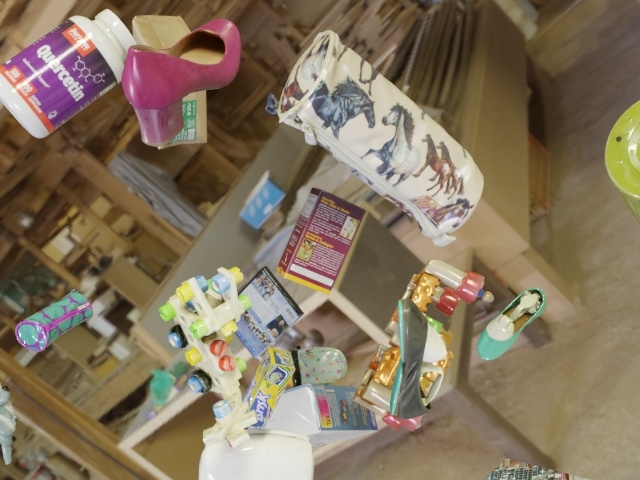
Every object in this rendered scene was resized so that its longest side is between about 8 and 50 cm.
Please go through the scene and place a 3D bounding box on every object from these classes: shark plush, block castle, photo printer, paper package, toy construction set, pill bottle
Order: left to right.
[{"bbox_3d":[-0.572,0.312,1.203,0.067,0.161,0.073,-23,29,-36],"label":"shark plush"},{"bbox_3d":[-0.593,-0.399,1.618,0.323,0.181,0.181,-42,12,-14],"label":"pill bottle"},{"bbox_3d":[-0.482,-0.507,2.204,0.309,0.168,0.325,-123,31,-44],"label":"paper package"},{"bbox_3d":[-0.190,0.210,1.273,0.151,0.328,0.215,-14,6,-40],"label":"toy construction set"},{"bbox_3d":[-0.143,0.567,1.535,0.107,0.256,0.307,-129,42,-73],"label":"photo printer"},{"bbox_3d":[0.285,0.299,1.906,0.453,0.213,0.303,-62,-3,-17],"label":"block castle"}]

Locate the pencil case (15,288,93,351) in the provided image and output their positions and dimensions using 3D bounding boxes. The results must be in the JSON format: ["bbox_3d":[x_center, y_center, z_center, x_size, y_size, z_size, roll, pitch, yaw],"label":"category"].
[{"bbox_3d":[-0.483,0.146,1.263,0.070,0.064,0.152,-23,10,21],"label":"pencil case"}]

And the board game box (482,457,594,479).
[{"bbox_3d":[0.284,0.390,0.964,0.165,0.042,0.243,3,12,40],"label":"board game box"}]

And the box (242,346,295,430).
[{"bbox_3d":[-0.112,0.305,1.411,0.169,0.054,0.059,-64,22,21],"label":"box"}]

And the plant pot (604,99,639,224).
[{"bbox_3d":[0.799,-0.152,1.480,0.366,0.353,0.366,-20,61,42],"label":"plant pot"}]

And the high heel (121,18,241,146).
[{"bbox_3d":[-0.229,-0.344,1.224,0.181,0.127,0.377,92,-170,-47],"label":"high heel"}]

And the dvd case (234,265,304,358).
[{"bbox_3d":[-0.177,0.215,2.031,0.253,0.180,0.022,-46,-12,35],"label":"dvd case"}]

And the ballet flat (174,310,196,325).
[{"bbox_3d":[-0.230,0.214,1.427,0.091,0.241,0.077,-35,32,-26],"label":"ballet flat"}]

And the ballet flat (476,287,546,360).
[{"bbox_3d":[0.489,0.203,1.771,0.247,0.087,0.083,-39,54,-19],"label":"ballet flat"}]

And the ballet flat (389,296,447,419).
[{"bbox_3d":[0.186,0.223,1.304,0.095,0.096,0.280,-84,-5,-56],"label":"ballet flat"}]

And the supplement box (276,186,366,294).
[{"bbox_3d":[0.000,0.000,1.381,0.188,0.104,0.081,-66,18,2],"label":"supplement box"}]

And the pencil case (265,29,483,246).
[{"bbox_3d":[0.108,-0.160,1.185,0.160,0.410,0.183,-6,53,58],"label":"pencil case"}]

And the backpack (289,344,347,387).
[{"bbox_3d":[-0.004,0.412,2.228,0.182,0.152,0.115,-9,0,2],"label":"backpack"}]

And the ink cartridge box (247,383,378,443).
[{"bbox_3d":[-0.007,0.558,2.162,0.270,0.395,0.151,-24,63,29],"label":"ink cartridge box"}]
